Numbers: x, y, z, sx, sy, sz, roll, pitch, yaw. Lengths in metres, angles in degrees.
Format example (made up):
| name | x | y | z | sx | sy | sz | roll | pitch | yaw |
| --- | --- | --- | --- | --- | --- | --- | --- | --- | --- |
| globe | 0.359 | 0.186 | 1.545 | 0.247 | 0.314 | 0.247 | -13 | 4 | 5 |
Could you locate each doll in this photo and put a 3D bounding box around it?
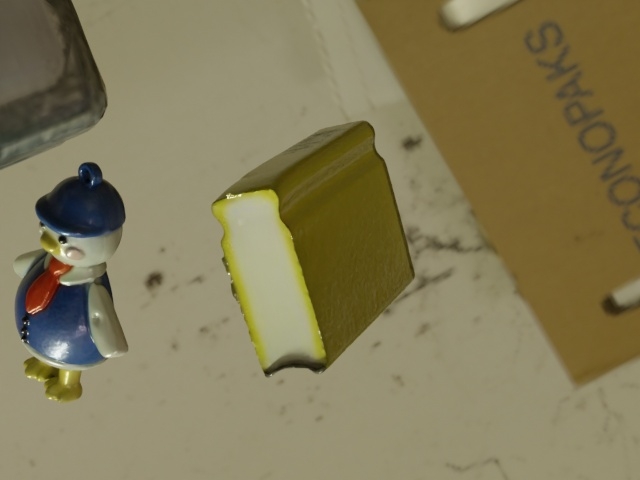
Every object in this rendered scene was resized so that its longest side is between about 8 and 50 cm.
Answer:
| name | x | y | z | sx | sy | sz | roll | pitch | yaw |
| --- | --- | --- | --- | --- | --- | --- | --- | --- | --- |
| doll | -0.133 | 0.020 | 0.693 | 0.057 | 0.143 | 0.098 | -16 | -137 | -43 |

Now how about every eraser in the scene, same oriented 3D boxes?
| name | x | y | z | sx | sy | sz | roll | pitch | yaw |
| --- | --- | --- | --- | --- | --- | --- | --- | --- | --- |
| eraser | 0.000 | 0.000 | 1.076 | 0.226 | 0.069 | 0.158 | -38 | -67 | -61 |

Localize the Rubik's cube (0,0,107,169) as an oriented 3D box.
| name | x | y | z | sx | sy | sz | roll | pitch | yaw |
| --- | --- | --- | --- | --- | --- | --- | --- | --- | --- |
| Rubik's cube | -0.293 | -0.106 | 0.370 | 0.301 | 0.303 | 0.305 | -1 | 113 | 53 |
